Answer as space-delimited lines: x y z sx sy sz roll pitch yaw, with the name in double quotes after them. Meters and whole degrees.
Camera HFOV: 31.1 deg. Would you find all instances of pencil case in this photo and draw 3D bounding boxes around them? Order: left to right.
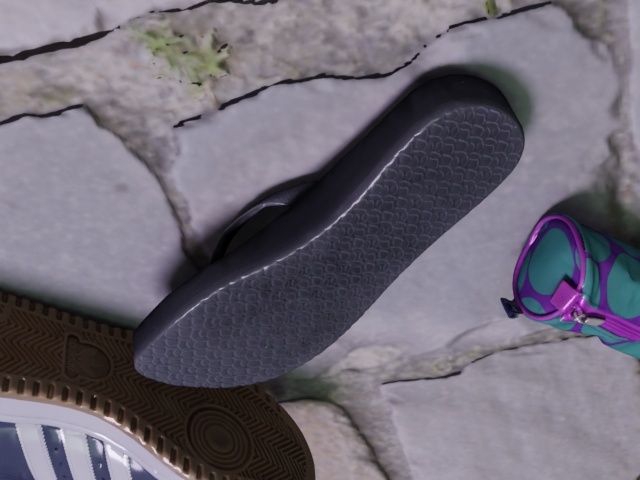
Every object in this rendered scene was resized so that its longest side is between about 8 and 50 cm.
0.182 0.040 0.672 0.152 0.070 0.064 22 131 -28 "pencil case"

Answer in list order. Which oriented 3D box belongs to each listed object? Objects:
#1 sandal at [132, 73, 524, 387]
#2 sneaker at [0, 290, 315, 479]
0.001 0.000 0.632 0.254 0.054 0.097 -38 137 18 "sandal"
-0.154 0.131 0.712 0.282 0.099 0.153 24 126 -19 "sneaker"
